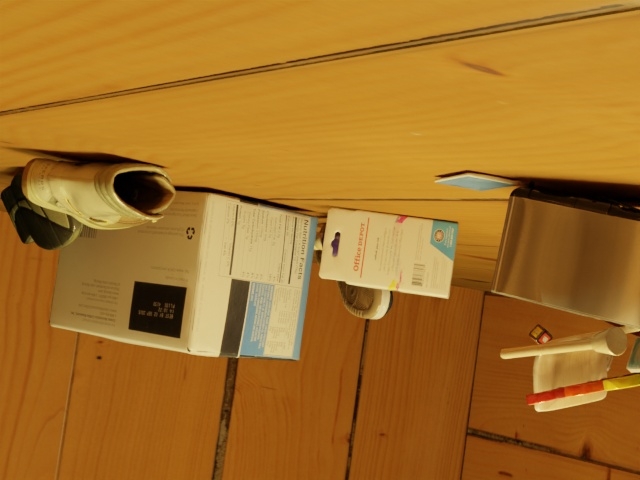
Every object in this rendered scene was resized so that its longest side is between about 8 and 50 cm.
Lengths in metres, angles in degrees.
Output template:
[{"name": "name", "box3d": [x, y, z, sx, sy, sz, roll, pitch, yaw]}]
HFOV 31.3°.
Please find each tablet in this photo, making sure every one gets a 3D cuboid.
[{"name": "tablet", "box3d": [0.147, -0.056, 1.086, 0.054, 0.006, 0.083, 9, 176, -16]}]

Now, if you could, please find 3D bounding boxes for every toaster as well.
[{"name": "toaster", "box3d": [0.263, 0.018, 1.067, 0.168, 0.110, 0.186, 13, 179, 26]}]

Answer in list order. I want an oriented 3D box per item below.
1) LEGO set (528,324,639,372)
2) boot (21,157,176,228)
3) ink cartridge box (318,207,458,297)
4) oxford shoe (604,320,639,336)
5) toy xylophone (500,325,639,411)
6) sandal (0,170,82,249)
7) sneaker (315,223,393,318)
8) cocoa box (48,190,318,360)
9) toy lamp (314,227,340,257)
[{"name": "LEGO set", "box3d": [0.381, 0.083, 1.497, 0.060, 0.182, 0.244, 41, 152, -29]}, {"name": "boot", "box3d": [-0.241, -0.055, 1.426, 0.165, 0.077, 0.213, 3, 172, 34]}, {"name": "ink cartridge box", "box3d": [0.096, 0.017, 1.596, 0.181, 0.104, 0.061, 8, 176, 7]}, {"name": "oxford shoe", "box3d": [0.461, 0.058, 1.377, 0.348, 0.123, 0.130, 13, -165, 27]}, {"name": "toy xylophone", "box3d": [0.340, 0.131, 1.240, 0.236, 0.081, 0.323, -7, 171, -23]}, {"name": "sandal", "box3d": [-0.410, -0.056, 1.720, 0.086, 0.120, 0.303, -21, -169, -24]}, {"name": "sneaker", "box3d": [0.102, 0.051, 1.839, 0.153, 0.099, 0.282, 10, -163, -21]}, {"name": "cocoa box", "box3d": [-0.210, 0.048, 1.740, 0.347, 0.231, 0.228, 5, 176, 44]}, {"name": "toy lamp", "box3d": [0.000, 0.000, 1.783, 0.080, 0.080, 0.275, 10, 176, -29]}]
